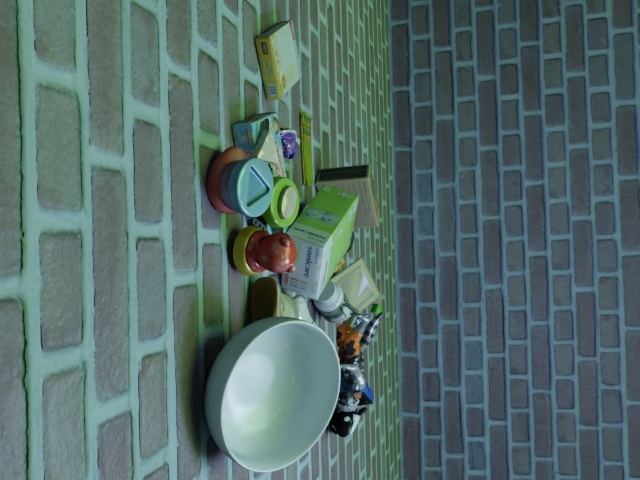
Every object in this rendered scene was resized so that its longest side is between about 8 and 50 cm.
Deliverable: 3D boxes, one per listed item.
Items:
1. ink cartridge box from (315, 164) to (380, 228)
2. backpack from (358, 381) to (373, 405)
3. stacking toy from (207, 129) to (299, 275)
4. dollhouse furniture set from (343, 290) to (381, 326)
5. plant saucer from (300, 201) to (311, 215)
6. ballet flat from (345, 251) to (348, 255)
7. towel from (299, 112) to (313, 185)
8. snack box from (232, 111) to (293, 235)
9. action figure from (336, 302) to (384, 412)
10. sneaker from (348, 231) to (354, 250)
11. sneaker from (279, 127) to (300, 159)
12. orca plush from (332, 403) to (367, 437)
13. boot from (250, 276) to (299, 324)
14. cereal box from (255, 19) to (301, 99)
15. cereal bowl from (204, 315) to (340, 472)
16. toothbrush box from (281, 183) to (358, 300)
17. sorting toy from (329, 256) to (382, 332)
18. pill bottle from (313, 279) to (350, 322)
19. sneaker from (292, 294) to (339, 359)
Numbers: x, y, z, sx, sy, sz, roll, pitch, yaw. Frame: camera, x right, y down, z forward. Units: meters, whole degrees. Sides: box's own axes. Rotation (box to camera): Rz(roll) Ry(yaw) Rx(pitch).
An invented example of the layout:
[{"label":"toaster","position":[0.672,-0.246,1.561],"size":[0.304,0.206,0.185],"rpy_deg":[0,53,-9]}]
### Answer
[{"label":"ink cartridge box","position":[0.102,-0.152,2.263],"size":[0.088,0.193,0.234],"rpy_deg":[-79,160,-44]},{"label":"backpack","position":[0.146,0.599,2.523],"size":[0.120,0.098,0.101],"rpy_deg":[53,25,-45]},{"label":"stacking toy","position":[-0.109,-0.093,1.481],"size":[0.279,0.130,0.309],"rpy_deg":[-53,137,-40]},{"label":"dollhouse furniture set","position":[0.173,0.301,2.522],"size":[0.101,0.161,0.181],"rpy_deg":[-73,155,-48]},{"label":"plant saucer","position":[0.003,-0.042,2.058],"size":[0.195,0.037,0.194],"rpy_deg":[1,89,-34]},{"label":"ballet flat","position":[0.077,-0.014,2.455],"size":[0.049,0.057,0.173],"rpy_deg":[-28,123,-27]},{"label":"towel","position":[-0.041,-0.301,2.090],"size":[0.102,0.021,0.237],"rpy_deg":[-10,98,-73]},{"label":"snack box","position":[-0.144,-0.159,1.636],"size":[0.187,0.060,0.321],"rpy_deg":[-53,139,-65]},{"label":"action figure","position":[0.110,0.386,1.976],"size":[0.341,0.179,0.330],"rpy_deg":[-165,-98,-70]},{"label":"sneaker","position":[0.034,-0.015,2.211],"size":[0.286,0.109,0.130],"rpy_deg":[45,51,-54]},{"label":"sneaker","position":[-0.097,-0.277,1.813],"size":[0.170,0.068,0.071],"rpy_deg":[35,60,-71]},{"label":"orca plush","position":[0.092,0.609,2.318],"size":[0.102,0.151,0.287],"rpy_deg":[52,31,-4]},{"label":"boot","position":[-0.122,0.244,1.624],"size":[0.203,0.095,0.261],"rpy_deg":[54,35,-66]},{"label":"cereal box","position":[-0.116,-0.520,1.803],"size":[0.240,0.047,0.173],"rpy_deg":[-65,150,-59]},{"label":"cereal bowl","position":[-0.120,0.326,1.403],"size":[0.339,0.141,0.338],"rpy_deg":[-11,107,-40]},{"label":"toothbrush box","position":[0.000,0.000,1.847],"size":[0.283,0.122,0.206],"rpy_deg":[-58,162,-48]},{"label":"sorting toy","position":[0.120,0.182,2.377],"size":[0.196,0.047,0.347],"rpy_deg":[-36,110,-28]},{"label":"pill bottle","position":[0.033,0.202,2.139],"size":[0.180,0.108,0.108],"rpy_deg":[61,31,-58]},{"label":"sneaker","position":[-0.021,0.295,1.853],"size":[0.114,0.152,0.305],"rpy_deg":[-52,137,-58]}]
